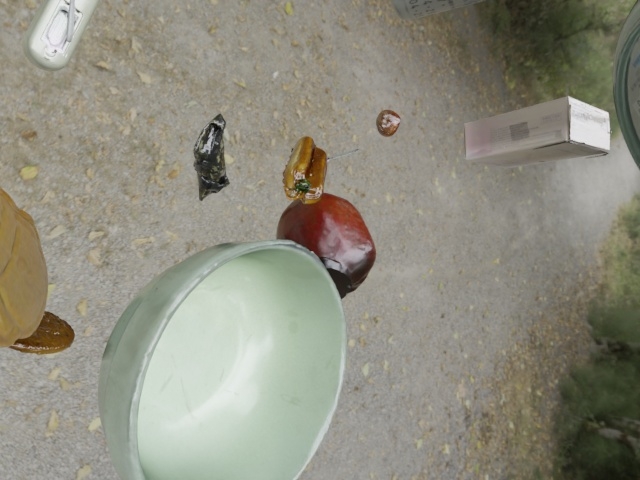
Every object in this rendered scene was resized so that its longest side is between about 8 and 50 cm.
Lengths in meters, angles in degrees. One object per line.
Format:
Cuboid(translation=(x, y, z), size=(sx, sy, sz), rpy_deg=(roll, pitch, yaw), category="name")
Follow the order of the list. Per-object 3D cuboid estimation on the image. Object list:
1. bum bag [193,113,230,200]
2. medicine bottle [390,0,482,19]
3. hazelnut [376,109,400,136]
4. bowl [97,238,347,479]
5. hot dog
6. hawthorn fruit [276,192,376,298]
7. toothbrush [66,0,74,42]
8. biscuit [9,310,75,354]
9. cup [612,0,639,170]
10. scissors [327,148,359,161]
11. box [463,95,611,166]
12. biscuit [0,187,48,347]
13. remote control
Cuboid(translation=(-0.264, -0.187, 1.027), size=(0.102, 0.248, 0.069), rpy_deg=(-37, 67, -27), category="bum bag")
Cuboid(translation=(0.153, -0.297, 0.431), size=(0.105, 0.168, 0.105), rpy_deg=(-3, 90, -67), category="medicine bottle")
Cuboid(translation=(0.222, -0.388, 1.403), size=(0.086, 0.086, 0.086), rpy_deg=(11, 74, -44), category="hazelnut")
Cuboid(translation=(-0.115, 0.149, 0.503), size=(0.307, 0.163, 0.307), rpy_deg=(-3, 94, -53), category="bowl")
Cuboid(translation=(-0.026, -0.114, 0.700), size=(0.072, 0.055, 0.188), rpy_deg=(47, 27, -22), category="hot dog")
Cuboid(translation=(0.000, 0.000, 0.872), size=(0.215, 0.215, 0.249), rpy_deg=(-6, 64, -46), category="hawthorn fruit")
Cuboid(translation=(-0.338, -0.359, 0.594), size=(0.017, 0.014, 0.162), rpy_deg=(8, 114, -28), category="toothbrush")
Cuboid(translation=(-0.636, 0.188, 0.933), size=(0.188, 0.188, 0.027), rpy_deg=(28, 92, -39), category="biscuit")
Cuboid(translation=(0.416, -0.091, 0.303), size=(0.259, 0.275, 0.356), rpy_deg=(-55, 124, -76), category="cup")
Cuboid(translation=(0.046, -0.312, 1.626), size=(0.110, 0.212, 0.021), rpy_deg=(-79, 153, -59), category="scissors")
Cuboid(translation=(0.502, -0.241, 1.001), size=(0.203, 0.252, 0.106), rpy_deg=(-2, 90, -36), category="box")
Cuboid(translation=(-0.590, 0.030, 0.761), size=(0.057, 0.351, 0.312), rpy_deg=(-15, 57, -9), category="biscuit")
Cuboid(translation=(-0.488, -0.427, 0.813), size=(0.078, 0.042, 0.221), rpy_deg=(31, 80, -51), category="remote control")
